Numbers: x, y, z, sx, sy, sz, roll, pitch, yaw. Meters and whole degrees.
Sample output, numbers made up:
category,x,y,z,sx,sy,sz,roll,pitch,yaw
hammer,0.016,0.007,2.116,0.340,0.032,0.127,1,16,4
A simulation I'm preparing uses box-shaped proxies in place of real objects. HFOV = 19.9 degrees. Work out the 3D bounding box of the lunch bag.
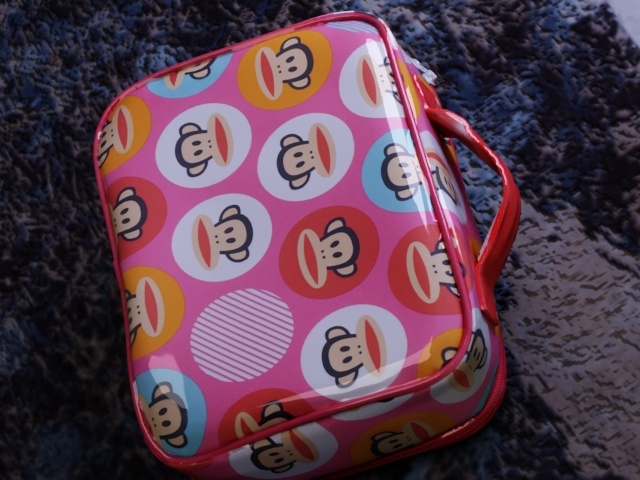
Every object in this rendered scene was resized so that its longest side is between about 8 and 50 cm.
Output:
category,x,y,z,sx,sy,sz,roll,pitch,yaw
lunch bag,0.000,0.000,1.149,0.258,0.120,0.293,-19,59,13
